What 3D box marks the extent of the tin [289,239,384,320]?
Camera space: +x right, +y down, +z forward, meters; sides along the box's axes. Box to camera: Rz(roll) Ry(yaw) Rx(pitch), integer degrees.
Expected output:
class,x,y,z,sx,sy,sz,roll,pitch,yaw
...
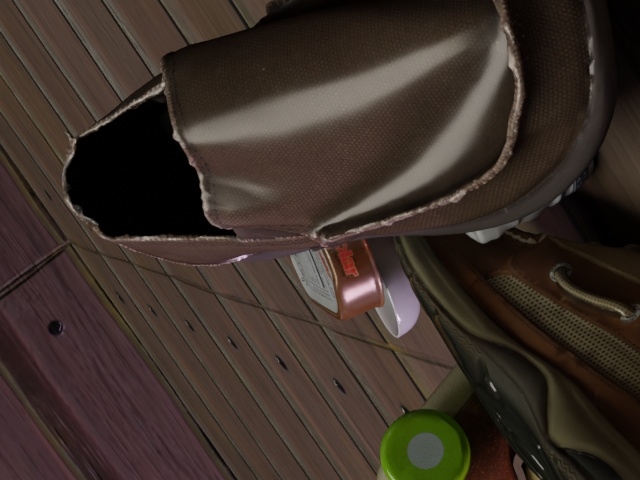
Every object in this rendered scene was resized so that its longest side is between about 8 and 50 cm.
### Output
class,x,y,z,sx,sy,sz,roll,pitch,yaw
tin,0.000,0.000,1.389,0.106,0.040,0.190,64,172,-9

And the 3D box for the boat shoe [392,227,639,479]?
class,x,y,z,sx,sy,sz,roll,pitch,yaw
boat shoe,0.144,0.063,0.976,0.122,0.120,0.324,57,177,-37

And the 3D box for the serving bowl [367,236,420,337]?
class,x,y,z,sx,sy,sz,roll,pitch,yaw
serving bowl,0.049,0.024,1.364,0.083,0.027,0.083,157,90,-83

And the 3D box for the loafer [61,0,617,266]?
class,x,y,z,sx,sy,sz,roll,pitch,yaw
loafer,-0.006,-0.048,0.937,0.366,0.130,0.134,-25,79,52

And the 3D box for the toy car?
class,x,y,z,sx,sy,sz,roll,pitch,yaw
toy car,0.143,0.144,1.169,0.188,0.149,0.155,38,176,10

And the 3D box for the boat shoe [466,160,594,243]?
class,x,y,z,sx,sy,sz,roll,pitch,yaw
boat shoe,0.035,-0.076,1.054,0.258,0.084,0.095,34,157,52
